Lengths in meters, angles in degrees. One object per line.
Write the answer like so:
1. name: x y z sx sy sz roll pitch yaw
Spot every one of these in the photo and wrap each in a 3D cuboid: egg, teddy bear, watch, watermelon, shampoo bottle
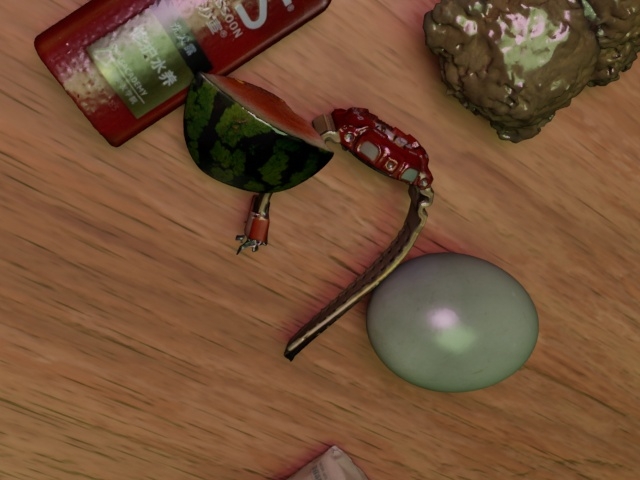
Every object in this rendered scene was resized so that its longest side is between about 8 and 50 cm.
1. egg: 0.142 0.088 0.795 0.192 0.149 0.149 3 111 -17
2. teddy bear: 0.224 -0.214 0.691 0.256 0.156 0.267 -36 127 13
3. watch: 0.000 -0.008 0.761 0.165 0.102 0.268 37 108 -18
4. watermelon: -0.063 -0.111 0.674 0.135 0.125 0.094 51 48 -36
5. shampoo bottle: -0.089 -0.210 0.652 0.314 0.076 0.118 -33 117 0

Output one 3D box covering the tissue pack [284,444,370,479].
1. tissue pack: 0.000 0.462 0.786 0.297 0.380 0.207 -38 120 1
